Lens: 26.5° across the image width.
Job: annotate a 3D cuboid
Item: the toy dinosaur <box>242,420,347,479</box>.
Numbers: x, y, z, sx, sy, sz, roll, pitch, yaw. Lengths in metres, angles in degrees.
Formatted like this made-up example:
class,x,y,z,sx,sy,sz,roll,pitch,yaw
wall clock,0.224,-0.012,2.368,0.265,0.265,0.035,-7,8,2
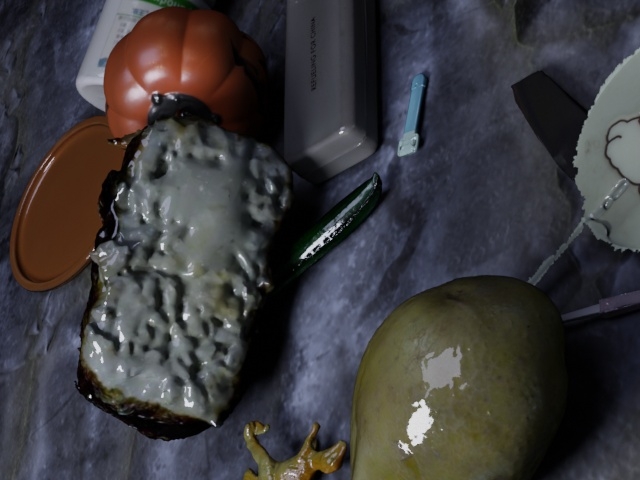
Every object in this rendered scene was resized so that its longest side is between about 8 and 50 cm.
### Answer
class,x,y,z,sx,sy,sz,roll,pitch,yaw
toy dinosaur,-0.042,0.238,1.246,0.126,0.039,0.162,17,82,51

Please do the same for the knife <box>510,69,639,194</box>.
class,x,y,z,sx,sy,sz,roll,pitch,yaw
knife,0.219,-0.089,1.169,0.060,0.028,0.230,-62,34,20

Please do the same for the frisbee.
class,x,y,z,sx,sy,sz,roll,pitch,yaw
frisbee,-0.325,-0.047,1.769,0.251,0.021,0.250,-28,48,35

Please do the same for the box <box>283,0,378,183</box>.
class,x,y,z,sx,sy,sz,roll,pitch,yaw
box,0.010,-0.183,1.439,0.103,0.055,0.243,-27,48,36

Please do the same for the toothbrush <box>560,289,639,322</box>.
class,x,y,z,sx,sy,sz,roll,pitch,yaw
toothbrush,0.238,0.050,1.058,0.194,0.017,0.014,-21,51,40

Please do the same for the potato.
class,x,y,z,sx,sy,sz,roll,pitch,yaw
potato,0.101,0.130,1.057,0.235,0.160,0.178,-63,-4,20

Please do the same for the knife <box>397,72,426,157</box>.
class,x,y,z,sx,sy,sz,roll,pitch,yaw
knife,0.093,-0.124,1.344,0.027,0.010,0.096,-17,53,44

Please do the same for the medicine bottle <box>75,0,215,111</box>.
class,x,y,z,sx,sy,sz,roll,pitch,yaw
medicine bottle,-0.200,-0.269,1.673,0.139,0.139,0.236,-1,65,49

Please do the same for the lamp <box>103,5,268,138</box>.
class,x,y,z,sx,sy,sz,roll,pitch,yaw
lamp,-0.148,-0.171,1.512,0.188,0.188,0.164,-39,24,26

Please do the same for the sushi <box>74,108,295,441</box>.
class,x,y,z,sx,sy,sz,roll,pitch,yaw
sushi,-0.152,0.022,1.359,0.182,0.196,0.343,-15,61,60

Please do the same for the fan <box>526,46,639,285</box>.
class,x,y,z,sx,sy,sz,roll,pitch,yaw
fan,0.228,-0.031,1.086,0.329,0.009,0.190,-53,34,24

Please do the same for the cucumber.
class,x,y,z,sx,sy,sz,roll,pitch,yaw
cucumber,0.000,0.000,1.351,0.184,0.033,0.036,-40,24,25
